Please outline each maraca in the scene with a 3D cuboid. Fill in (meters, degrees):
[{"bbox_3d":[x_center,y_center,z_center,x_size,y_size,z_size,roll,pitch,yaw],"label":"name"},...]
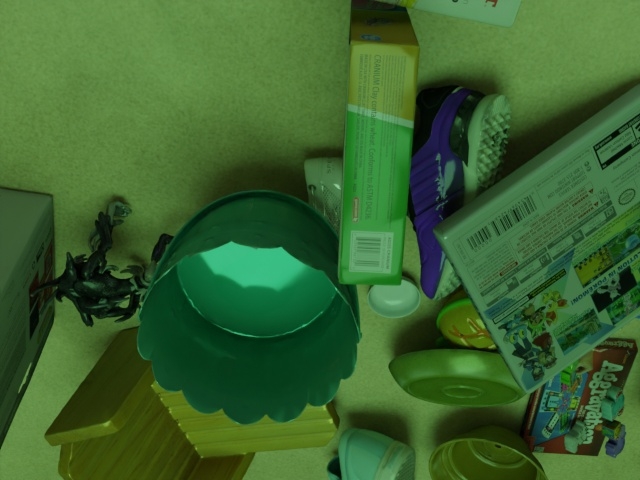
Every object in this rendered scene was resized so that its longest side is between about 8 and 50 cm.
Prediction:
[{"bbox_3d":[0.241,0.134,1.310,0.127,0.099,0.186,6,147,2],"label":"maraca"}]

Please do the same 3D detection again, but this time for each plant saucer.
[{"bbox_3d":[0.228,0.228,1.358,0.241,0.037,0.241,6,156,3],"label":"plant saucer"}]

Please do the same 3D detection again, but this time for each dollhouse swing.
[{"bbox_3d":[-0.185,0.338,1.400,0.305,0.315,0.347,2,132,30],"label":"dollhouse swing"}]

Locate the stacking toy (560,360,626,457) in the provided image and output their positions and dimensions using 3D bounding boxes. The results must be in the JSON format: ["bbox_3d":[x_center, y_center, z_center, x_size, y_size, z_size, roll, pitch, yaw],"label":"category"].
[{"bbox_3d":[0.474,0.289,1.359,0.167,0.052,0.221,19,136,42],"label":"stacking toy"}]

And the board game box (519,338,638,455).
[{"bbox_3d":[0.434,0.272,1.451,0.145,0.027,0.281,2,130,1],"label":"board game box"}]

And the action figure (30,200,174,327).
[{"bbox_3d":[-0.278,0.039,1.247,0.275,0.141,0.164,-9,132,-9],"label":"action figure"}]

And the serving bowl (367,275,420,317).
[{"bbox_3d":[0.114,0.082,1.319,0.083,0.027,0.083,2,130,3],"label":"serving bowl"}]

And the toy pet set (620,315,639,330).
[{"bbox_3d":[0.457,0.074,1.273,0.114,0.065,0.122,11,99,-1],"label":"toy pet set"}]

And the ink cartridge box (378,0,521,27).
[{"bbox_3d":[0.085,-0.365,0.843,0.270,0.197,0.198,10,130,-4],"label":"ink cartridge box"}]

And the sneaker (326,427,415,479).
[{"bbox_3d":[0.088,0.460,1.593,0.150,0.135,0.366,26,139,22],"label":"sneaker"}]

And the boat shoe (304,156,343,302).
[{"bbox_3d":[0.000,0.000,1.221,0.096,0.098,0.277,6,120,0],"label":"boat shoe"}]

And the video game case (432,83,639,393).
[{"bbox_3d":[0.343,0.006,1.112,0.329,0.036,0.300,-35,119,-4],"label":"video game case"}]

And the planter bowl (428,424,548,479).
[{"bbox_3d":[0.308,0.395,1.506,0.217,0.090,0.217,13,131,16],"label":"planter bowl"}]

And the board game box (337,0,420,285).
[{"bbox_3d":[0.058,-0.127,0.931,0.064,0.316,0.242,3,114,1],"label":"board game box"}]

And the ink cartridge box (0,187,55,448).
[{"bbox_3d":[-0.489,0.120,1.215,0.130,0.309,0.272,10,129,-3],"label":"ink cartridge box"}]

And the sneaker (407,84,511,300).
[{"bbox_3d":[0.153,-0.069,1.129,0.146,0.102,0.293,22,117,28],"label":"sneaker"}]

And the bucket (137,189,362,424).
[{"bbox_3d":[-0.086,0.079,1.105,0.281,0.183,0.281,0,118,0],"label":"bucket"}]
